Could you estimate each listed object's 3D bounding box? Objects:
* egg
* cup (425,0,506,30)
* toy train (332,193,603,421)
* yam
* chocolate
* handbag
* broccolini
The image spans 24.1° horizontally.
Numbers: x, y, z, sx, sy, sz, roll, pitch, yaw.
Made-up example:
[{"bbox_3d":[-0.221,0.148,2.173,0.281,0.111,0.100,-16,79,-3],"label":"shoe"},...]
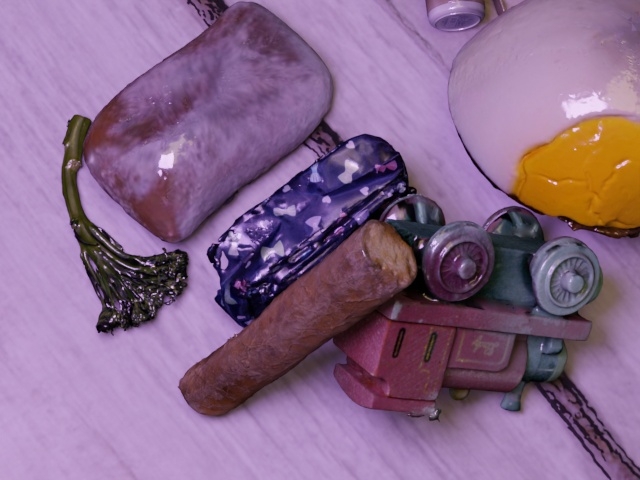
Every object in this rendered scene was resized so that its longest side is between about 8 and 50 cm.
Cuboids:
[{"bbox_3d":[0.325,-0.177,1.670,0.337,0.201,0.337,8,56,-12],"label":"egg"},{"bbox_3d":[0.167,-0.305,1.805,0.074,0.102,0.099,-14,74,33],"label":"cup"},{"bbox_3d":[0.164,0.077,1.625,0.304,0.150,0.221,7,104,-28],"label":"toy train"},{"bbox_3d":[-0.031,0.092,1.566,0.081,0.357,0.081,21,51,-28],"label":"yam"},{"bbox_3d":[-0.124,-0.152,1.716,0.185,0.100,0.303,42,66,14],"label":"chocolate"},{"bbox_3d":[0.000,0.000,1.666,0.260,0.162,0.113,-37,66,-11],"label":"handbag"},{"bbox_3d":[-0.227,-0.030,1.718,0.123,0.062,0.271,-12,73,-17],"label":"broccolini"}]
